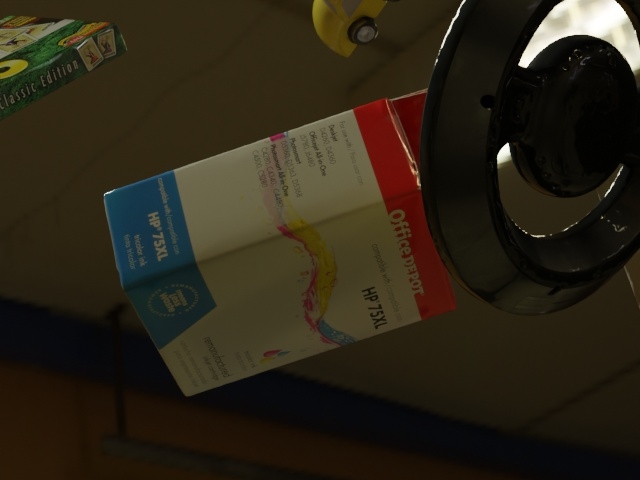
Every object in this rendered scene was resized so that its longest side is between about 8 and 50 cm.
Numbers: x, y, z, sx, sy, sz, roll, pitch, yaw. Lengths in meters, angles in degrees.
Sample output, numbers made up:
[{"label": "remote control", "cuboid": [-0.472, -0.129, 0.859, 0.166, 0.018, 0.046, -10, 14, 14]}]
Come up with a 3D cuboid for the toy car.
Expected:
[{"label": "toy car", "cuboid": [0.078, -0.254, 1.229, 0.053, 0.239, 0.225, 16, -3, -37]}]

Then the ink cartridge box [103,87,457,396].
[{"label": "ink cartridge box", "cuboid": [0.000, 0.000, 1.023, 0.231, 0.078, 0.134, -19, -37, 3]}]

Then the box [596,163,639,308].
[{"label": "box", "cuboid": [0.319, -0.039, 1.080, 0.232, 0.126, 0.149, -20, -1, 37]}]

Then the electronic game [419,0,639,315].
[{"label": "electronic game", "cuboid": [0.138, -0.069, 0.921, 0.048, 0.229, 0.229, 20, -4, 44]}]

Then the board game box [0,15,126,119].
[{"label": "board game box", "cuboid": [-0.279, -0.101, 1.204, 0.136, 0.260, 0.030, 13, -54, 40]}]
